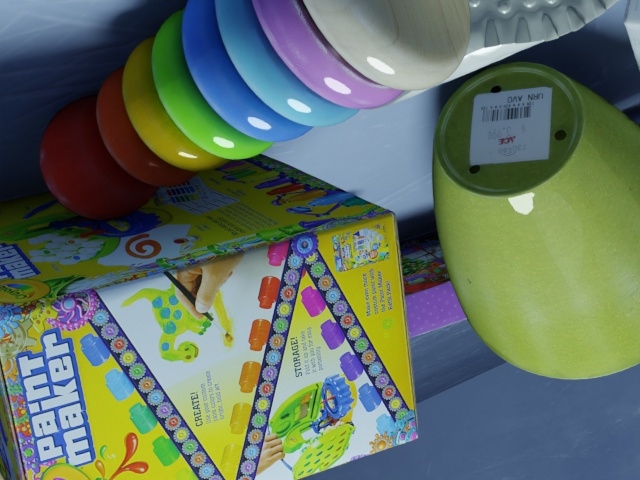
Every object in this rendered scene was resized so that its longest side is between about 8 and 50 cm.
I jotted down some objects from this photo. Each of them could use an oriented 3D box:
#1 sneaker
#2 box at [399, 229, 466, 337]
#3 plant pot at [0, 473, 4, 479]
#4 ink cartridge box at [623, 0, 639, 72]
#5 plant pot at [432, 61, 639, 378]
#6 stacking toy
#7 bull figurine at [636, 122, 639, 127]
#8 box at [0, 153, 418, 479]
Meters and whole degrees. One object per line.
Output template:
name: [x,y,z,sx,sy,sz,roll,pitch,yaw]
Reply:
sneaker: [0.117,-0.168,0.875,0.235,0.090,0.095,-20,178,12]
box: [0.169,0.036,1.487,0.293,0.057,0.201,-18,-164,-13]
plant pot: [-0.353,0.210,1.164,0.334,0.334,0.305,-5,147,-45]
ink cartridge box: [0.384,-0.164,1.027,0.224,0.045,0.223,13,180,18]
plant pot: [0.218,-0.040,1.157,0.274,0.275,0.293,-25,148,14]
stacking toy: [-0.071,-0.105,0.772,0.330,0.141,0.141,-24,166,38]
bull figurine: [0.322,-0.050,1.362,0.310,0.188,0.101,-18,143,10]
box: [-0.123,0.060,0.899,0.279,0.177,0.290,-14,-161,-21]
